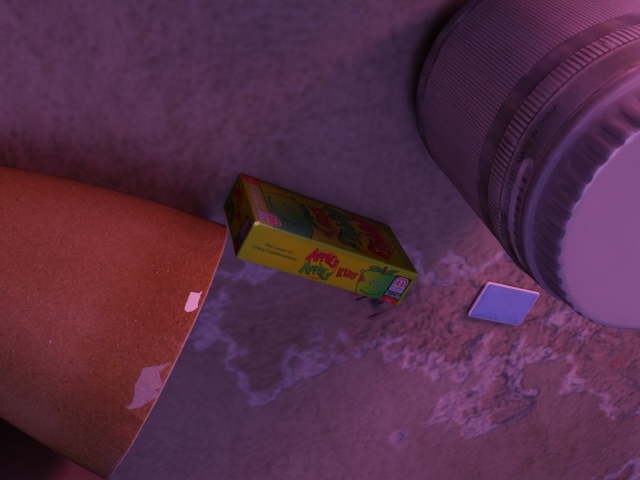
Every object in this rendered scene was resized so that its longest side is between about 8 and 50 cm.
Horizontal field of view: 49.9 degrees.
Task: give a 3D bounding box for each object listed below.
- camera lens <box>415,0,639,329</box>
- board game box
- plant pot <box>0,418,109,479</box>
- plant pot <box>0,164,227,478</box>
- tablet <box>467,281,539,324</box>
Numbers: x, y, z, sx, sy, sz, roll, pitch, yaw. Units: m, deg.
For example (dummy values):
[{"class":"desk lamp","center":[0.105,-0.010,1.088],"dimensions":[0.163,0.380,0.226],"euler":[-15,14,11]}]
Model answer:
[{"class":"camera lens","center":[0.218,-0.089,0.572],"dimensions":[0.219,0.274,0.219],"euler":[-8,126,-11]},{"class":"board game box","center":[0.000,0.000,0.684],"dimensions":[0.181,0.092,0.043],"euler":[18,116,-26]},{"class":"plant pot","center":[-0.371,0.286,0.670],"dimensions":[0.280,0.323,0.323],"euler":[22,116,-46]},{"class":"plant pot","center":[-0.244,0.035,0.578],"dimensions":[0.254,0.237,0.237],"euler":[28,113,-13]},{"class":"tablet","center":[0.229,0.079,0.859],"dimensions":[0.083,0.006,0.054],"euler":[12,119,-24]}]
